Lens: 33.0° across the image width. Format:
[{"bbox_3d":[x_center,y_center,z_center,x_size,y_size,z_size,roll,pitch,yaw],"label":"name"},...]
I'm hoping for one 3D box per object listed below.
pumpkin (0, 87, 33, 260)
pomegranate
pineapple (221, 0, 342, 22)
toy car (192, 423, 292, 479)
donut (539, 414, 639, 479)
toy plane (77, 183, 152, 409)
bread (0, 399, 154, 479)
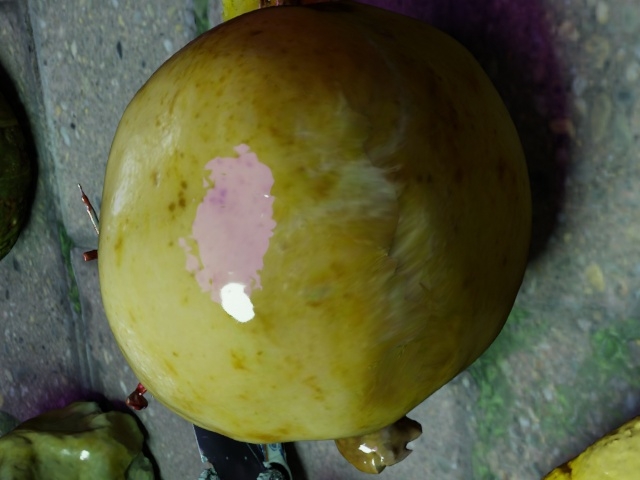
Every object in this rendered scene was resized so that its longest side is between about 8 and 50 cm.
[{"bbox_3d":[-0.420,-0.074,1.107,0.260,0.189,0.260,16,115,36],"label":"pumpkin"},{"bbox_3d":[-0.006,-0.014,0.686,0.307,0.307,0.307,15,114,38],"label":"pomegranate"},{"bbox_3d":[-0.021,-0.247,0.766,0.135,0.079,0.233,0,105,40],"label":"pineapple"},{"bbox_3d":[-0.075,0.163,0.968,0.095,0.056,0.205,-11,94,43],"label":"toy car"},{"bbox_3d":[0.189,0.177,0.672,0.259,0.152,0.101,-47,65,39],"label":"donut"},{"bbox_3d":[-0.160,0.044,0.960,0.077,0.126,0.194,-13,55,14],"label":"toy plane"},{"bbox_3d":[-0.294,0.300,1.081,0.196,0.252,0.239,40,124,23],"label":"bread"}]
